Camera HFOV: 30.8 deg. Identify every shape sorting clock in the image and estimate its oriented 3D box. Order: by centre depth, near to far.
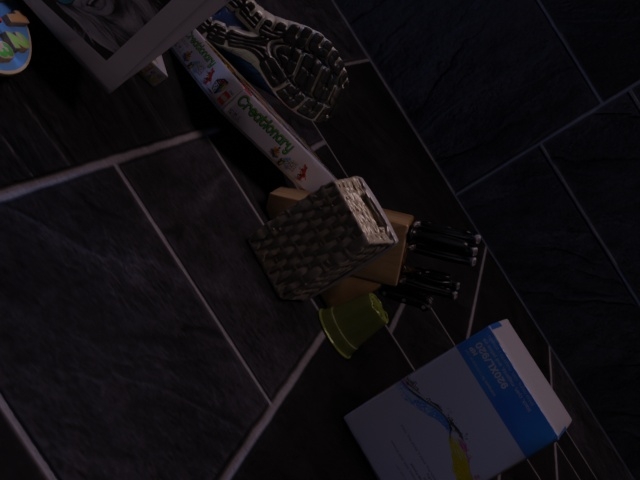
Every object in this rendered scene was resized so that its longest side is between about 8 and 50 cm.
[{"bbox_3d":[-0.355,-0.249,1.126,0.206,0.040,0.206,53,15,-20],"label":"shape sorting clock"}]

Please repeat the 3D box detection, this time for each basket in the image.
[{"bbox_3d":[0.000,0.000,1.565,0.113,0.167,0.103,60,20,9],"label":"basket"}]

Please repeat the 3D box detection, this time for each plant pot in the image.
[{"bbox_3d":[0.052,0.114,1.663,0.083,0.079,0.083,52,16,-21],"label":"plant pot"}]

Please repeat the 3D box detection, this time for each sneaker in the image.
[{"bbox_3d":[-0.095,-0.311,1.872,0.330,0.130,0.147,37,-5,-20],"label":"sneaker"}]

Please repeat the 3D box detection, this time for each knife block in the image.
[{"bbox_3d":[0.088,-0.011,1.716,0.276,0.242,0.088,57,13,-3],"label":"knife block"}]

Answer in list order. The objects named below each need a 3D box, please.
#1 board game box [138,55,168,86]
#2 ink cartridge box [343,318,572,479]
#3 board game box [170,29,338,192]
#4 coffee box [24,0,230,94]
[{"bbox_3d":[-0.260,-0.292,1.565,0.103,0.026,0.154,42,21,-49],"label":"board game box"},{"bbox_3d":[0.182,0.236,1.536,0.168,0.232,0.171,58,14,9],"label":"ink cartridge box"},{"bbox_3d":[-0.091,-0.181,1.776,0.305,0.053,0.193,42,7,-48],"label":"board game box"},{"bbox_3d":[-0.224,-0.442,1.296,0.334,0.338,0.338,50,8,-32],"label":"coffee box"}]
